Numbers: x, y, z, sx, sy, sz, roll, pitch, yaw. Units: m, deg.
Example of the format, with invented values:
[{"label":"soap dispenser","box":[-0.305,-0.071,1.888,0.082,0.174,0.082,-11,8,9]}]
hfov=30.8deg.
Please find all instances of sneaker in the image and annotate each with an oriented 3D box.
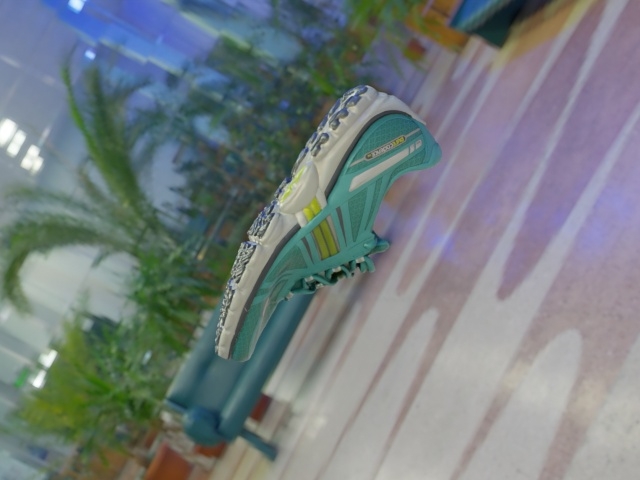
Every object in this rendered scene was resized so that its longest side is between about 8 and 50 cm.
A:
[{"label":"sneaker","box":[0.000,0.000,1.005,0.275,0.110,0.107,-54,9,10]}]
